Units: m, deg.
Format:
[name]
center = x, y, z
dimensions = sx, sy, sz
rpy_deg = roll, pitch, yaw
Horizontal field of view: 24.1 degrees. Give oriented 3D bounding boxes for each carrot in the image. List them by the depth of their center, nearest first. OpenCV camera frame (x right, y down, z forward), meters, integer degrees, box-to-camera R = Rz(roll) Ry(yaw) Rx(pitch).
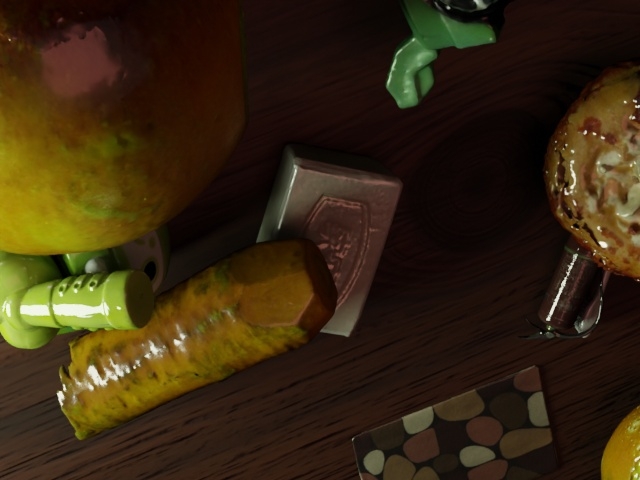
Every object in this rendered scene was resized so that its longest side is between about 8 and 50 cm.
[carrot]
center = -0.129, 0.094, 1.478
dimensions = 0.302, 0.114, 0.114
rpy_deg = -25, 121, 15

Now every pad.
[pad]
center = 0.159, 0.248, 1.745
dimensions = 0.235, 0.003, 0.158
rpy_deg = -20, 119, -7

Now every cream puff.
[cream puff]
center = 0.353, -0.077, 1.544
dimensions = 0.240, 0.164, 0.240
rpy_deg = 7, 105, 26

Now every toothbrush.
[toothbrush]
center = 0.334, -0.025, 1.660
dimensions = 0.021, 0.024, 0.288
rpy_deg = 8, 110, -24

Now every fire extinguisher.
[fire extinguisher]
center = 0.283, 0.051, 1.662
dimensions = 0.078, 0.045, 0.157
rpy_deg = 20, 109, 1

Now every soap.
[soap]
center = 0.000, 0.000, 1.540
dimensions = 0.121, 0.064, 0.183
rpy_deg = 10, 111, -19

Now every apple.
[apple]
center = -0.208, -0.174, 1.263
dimensions = 0.374, 0.374, 0.384
rpy_deg = 54, 53, -30

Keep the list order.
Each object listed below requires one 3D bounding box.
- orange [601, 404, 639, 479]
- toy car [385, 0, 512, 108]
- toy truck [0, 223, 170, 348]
[orange]
center = 0.423, 0.273, 1.752
dimensions = 0.179, 0.158, 0.237
rpy_deg = -37, 124, 9
[toy car]
center = 0.099, -0.317, 1.345
dimensions = 0.176, 0.213, 0.358
rpy_deg = -11, 120, 27
[toy truck]
center = -0.240, 0.031, 1.408
dimensions = 0.187, 0.210, 0.148
rpy_deg = -10, 119, 7
